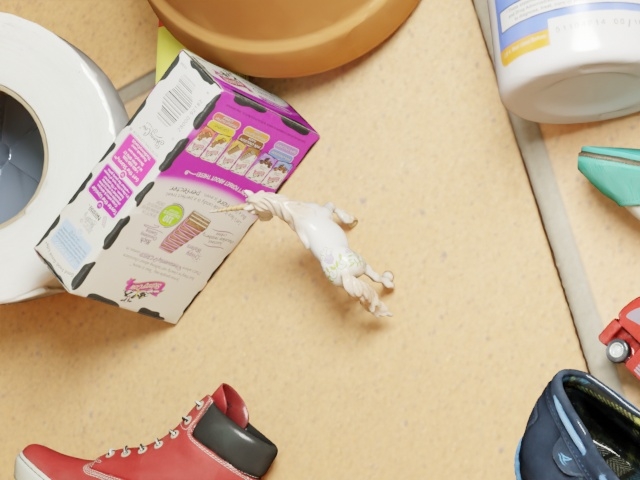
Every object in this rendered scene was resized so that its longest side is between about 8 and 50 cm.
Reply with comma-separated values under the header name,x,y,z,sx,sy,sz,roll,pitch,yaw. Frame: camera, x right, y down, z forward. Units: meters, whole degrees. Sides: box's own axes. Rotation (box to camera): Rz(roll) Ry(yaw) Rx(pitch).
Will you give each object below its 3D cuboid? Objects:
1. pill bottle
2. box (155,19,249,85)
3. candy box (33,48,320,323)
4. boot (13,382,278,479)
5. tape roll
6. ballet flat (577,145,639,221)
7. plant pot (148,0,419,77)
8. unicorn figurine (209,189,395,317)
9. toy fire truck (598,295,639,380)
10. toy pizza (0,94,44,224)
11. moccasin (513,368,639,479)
name,x,y,z,sx,sy,sz,roll,pitch,yaw
pill bottle,0.207,-0.246,1.559,0.152,0.152,0.272,-14,71,30
box,-0.109,-0.221,1.800,0.058,0.087,0.232,-6,76,32
candy box,-0.130,-0.045,1.724,0.233,0.159,0.071,-52,55,11
boot,-0.158,0.194,1.730,0.244,0.088,0.176,22,90,27
tape roll,-0.324,-0.076,1.823,0.286,0.100,0.286,0,88,5
ballet flat,0.309,-0.031,1.485,0.247,0.083,0.087,2,93,35
plant pot,-0.046,-0.310,1.654,0.291,0.203,0.290,-2,76,9
unicorn figurine,0.000,0.000,1.657,0.162,0.111,0.060,36,99,34
toy fire truck,0.321,0.091,1.463,0.135,0.047,0.192,-50,56,12
toy pizza,-0.318,-0.084,1.934,0.201,0.032,0.201,-8,75,32
moccasin,0.272,0.215,1.393,0.342,0.138,0.116,31,129,33
